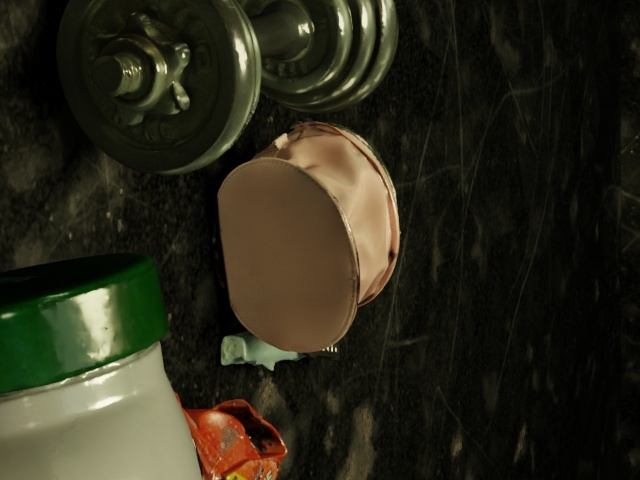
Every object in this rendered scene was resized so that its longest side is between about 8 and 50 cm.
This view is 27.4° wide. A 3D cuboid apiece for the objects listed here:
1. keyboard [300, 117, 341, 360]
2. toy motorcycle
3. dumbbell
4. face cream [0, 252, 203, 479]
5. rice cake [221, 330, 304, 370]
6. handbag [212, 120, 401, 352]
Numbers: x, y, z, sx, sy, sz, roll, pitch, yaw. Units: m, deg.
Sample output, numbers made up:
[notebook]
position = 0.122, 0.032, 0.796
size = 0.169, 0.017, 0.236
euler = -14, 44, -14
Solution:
[keyboard]
position = 0.001, 0.000, 1.445
size = 0.106, 0.016, 0.262
euler = 16, 71, -63
[toy motorcycle]
position = -0.112, 0.219, 1.194
size = 0.298, 0.089, 0.171
euler = 35, 61, -60
[dumbbell]
position = -0.068, -0.172, 1.135
size = 0.406, 0.179, 0.179
euler = -30, 120, -59
[face cream]
position = -0.177, 0.202, 0.859
size = 0.312, 0.219, 0.357
euler = -154, -128, -78
[rice cake]
position = -0.050, 0.114, 1.374
size = 0.180, 0.030, 0.042
euler = 3, 86, -65
[handbag]
position = -0.013, -0.005, 1.278
size = 0.116, 0.179, 0.205
euler = -28, 117, -53
